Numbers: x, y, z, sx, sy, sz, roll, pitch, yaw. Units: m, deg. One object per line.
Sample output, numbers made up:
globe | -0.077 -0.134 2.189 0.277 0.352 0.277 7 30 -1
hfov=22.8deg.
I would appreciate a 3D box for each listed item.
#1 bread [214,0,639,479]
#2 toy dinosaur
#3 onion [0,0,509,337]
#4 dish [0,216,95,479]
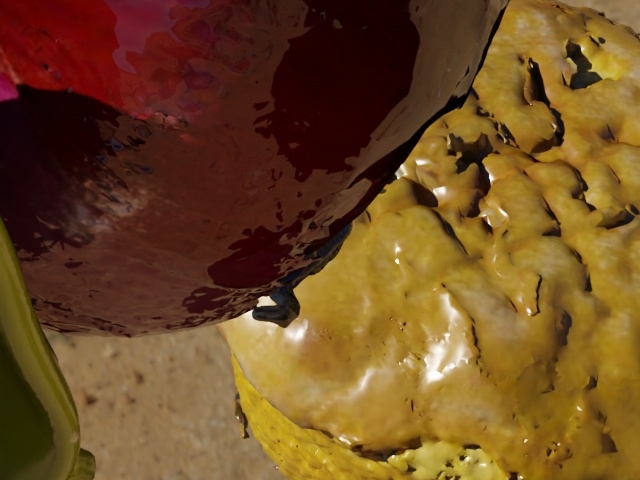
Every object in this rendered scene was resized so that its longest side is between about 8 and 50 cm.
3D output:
bread | 0.116 0.011 1.033 0.398 0.215 0.398 3 50 -3
toy dinosaur | -0.015 0.000 0.709 0.058 0.037 0.180 5 29 14
onion | -0.065 -0.104 0.528 0.276 0.276 0.276 -10 37 7
dish | -0.176 0.005 0.386 0.221 0.262 0.108 -17 60 3
